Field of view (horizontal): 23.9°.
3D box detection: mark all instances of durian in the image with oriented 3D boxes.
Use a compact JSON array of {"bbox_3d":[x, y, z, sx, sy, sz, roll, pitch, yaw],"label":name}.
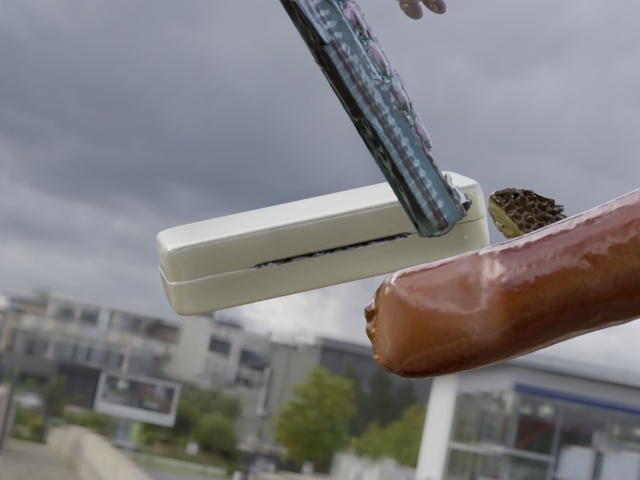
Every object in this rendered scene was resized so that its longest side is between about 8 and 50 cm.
[{"bbox_3d":[0.196,0.003,1.376,0.066,0.052,0.130,-16,-50,31],"label":"durian"}]

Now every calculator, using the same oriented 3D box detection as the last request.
[{"bbox_3d":[-0.007,-0.072,0.398,0.172,0.018,0.057,56,8,-31],"label":"calculator"}]

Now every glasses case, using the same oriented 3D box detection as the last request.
[{"bbox_3d":[0.000,0.000,1.472,0.313,0.070,0.131,-12,10,-9],"label":"glasses case"}]

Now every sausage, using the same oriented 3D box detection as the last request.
[{"bbox_3d":[0.171,0.031,1.111,0.300,0.089,0.083,-20,-7,24],"label":"sausage"}]

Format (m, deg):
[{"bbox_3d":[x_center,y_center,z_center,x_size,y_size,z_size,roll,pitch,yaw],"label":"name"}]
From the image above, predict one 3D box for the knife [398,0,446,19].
[{"bbox_3d":[0.122,-0.272,1.374,0.132,0.038,0.399,42,-17,-15],"label":"knife"}]
